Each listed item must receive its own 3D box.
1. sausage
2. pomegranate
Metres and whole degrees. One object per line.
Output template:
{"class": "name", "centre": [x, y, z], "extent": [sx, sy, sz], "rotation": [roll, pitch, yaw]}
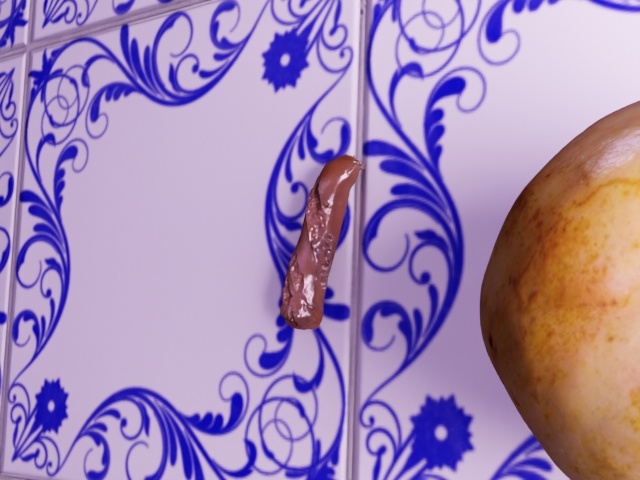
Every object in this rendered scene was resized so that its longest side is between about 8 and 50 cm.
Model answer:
{"class": "sausage", "centre": [0.000, 0.000, 0.915], "extent": [0.036, 0.042, 0.158], "rotation": [-151, 77, -77]}
{"class": "pomegranate", "centre": [0.227, 0.027, 0.598], "extent": [0.270, 0.229, 0.252], "rotation": [-51, 56, 15]}
